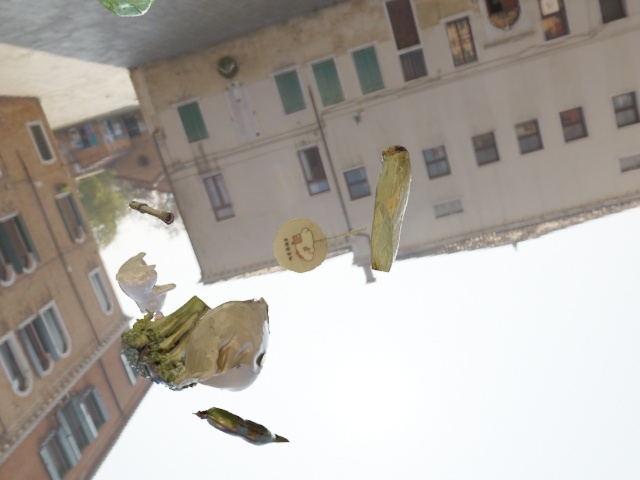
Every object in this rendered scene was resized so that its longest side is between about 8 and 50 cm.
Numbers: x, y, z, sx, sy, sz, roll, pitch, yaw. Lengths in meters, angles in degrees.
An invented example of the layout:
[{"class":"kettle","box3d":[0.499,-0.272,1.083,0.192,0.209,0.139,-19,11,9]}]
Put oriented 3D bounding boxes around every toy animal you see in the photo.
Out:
[{"class":"toy animal","box3d":[-0.555,0.169,2.007,0.140,0.282,0.138,27,-118,40]}]

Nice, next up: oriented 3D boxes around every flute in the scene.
[{"class":"flute","box3d":[-0.368,-0.063,1.319,0.027,0.027,0.233,-25,-158,-28]}]

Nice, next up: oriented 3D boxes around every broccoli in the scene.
[{"class":"broccoli","box3d":[-0.362,0.259,1.569,0.243,0.263,0.247,-52,174,-2]}]

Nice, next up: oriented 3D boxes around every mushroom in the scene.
[{"class":"mushroom","box3d":[0.180,-0.084,1.594,0.087,0.333,0.107,7,172,25]}]

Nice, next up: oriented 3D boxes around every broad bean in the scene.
[{"class":"broad bean","box3d":[-0.221,0.545,1.769,0.061,0.339,0.077,-59,-148,-4]}]

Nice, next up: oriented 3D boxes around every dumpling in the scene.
[{"class":"dumpling","box3d":[-0.167,0.190,1.046,0.172,0.142,0.247,-35,-177,29]}]

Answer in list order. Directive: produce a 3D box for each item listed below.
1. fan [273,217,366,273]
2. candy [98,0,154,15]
[{"class":"fan","box3d":[0.000,0.000,2.074,0.329,0.191,0.009,-13,178,-2]},{"class":"candy","box3d":[-0.402,-0.660,1.428,0.142,0.132,0.343,-29,-145,49]}]
